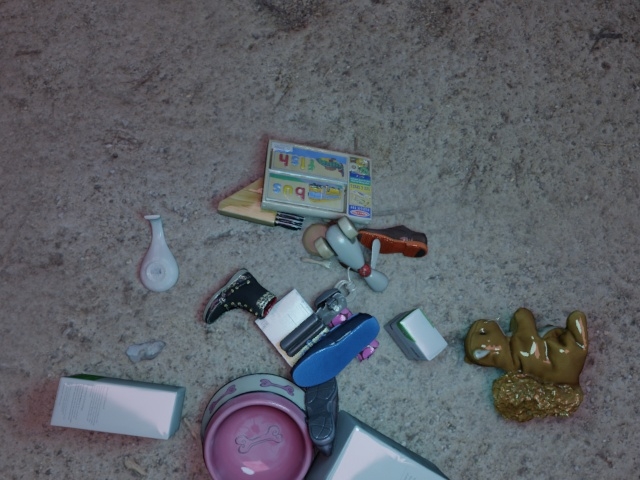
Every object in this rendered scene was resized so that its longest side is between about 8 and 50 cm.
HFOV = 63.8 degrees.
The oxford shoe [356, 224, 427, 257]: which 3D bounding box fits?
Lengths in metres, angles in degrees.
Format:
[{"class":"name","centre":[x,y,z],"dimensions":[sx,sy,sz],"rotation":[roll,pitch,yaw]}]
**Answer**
[{"class":"oxford shoe","centre":[0.269,-0.009,1.935],"dimensions":[0.271,0.097,0.099],"rotation":[13,53,-2]}]

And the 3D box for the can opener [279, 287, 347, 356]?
[{"class":"can opener","centre":[-0.028,0.281,1.796],"dimensions":[0.283,0.095,0.076],"rotation":[-40,123,-6]}]

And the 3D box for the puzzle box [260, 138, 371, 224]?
[{"class":"puzzle box","centre":[-0.009,-0.214,1.894],"dimensions":[0.408,0.052,0.272],"rotation":[8,66,-12]}]

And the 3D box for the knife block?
[{"class":"knife block","centre":[-0.205,-0.094,1.892],"dimensions":[0.275,0.088,0.242],"rotation":[-31,83,-11]}]

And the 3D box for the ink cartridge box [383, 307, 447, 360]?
[{"class":"ink cartridge box","centre":[0.326,0.331,1.799],"dimensions":[0.092,0.219,0.160],"rotation":[-36,85,-14]}]

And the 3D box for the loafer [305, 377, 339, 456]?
[{"class":"loafer","centre":[0.010,0.555,1.666],"dimensions":[0.108,0.303,0.095],"rotation":[-11,118,8]}]

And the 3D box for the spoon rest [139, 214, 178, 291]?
[{"class":"spoon rest","centre":[-0.584,0.047,1.846],"dimensions":[0.137,0.084,0.277],"rotation":[-3,93,-5]}]

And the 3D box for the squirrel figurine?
[{"class":"squirrel figurine","centre":[0.696,0.436,1.794],"dimensions":[0.369,0.281,0.398],"rotation":[1,77,1]}]

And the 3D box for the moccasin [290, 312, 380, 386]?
[{"class":"moccasin","centre":[0.046,0.368,1.737],"dimensions":[0.341,0.116,0.138],"rotation":[-29,113,-15]}]

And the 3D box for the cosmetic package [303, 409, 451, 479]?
[{"class":"cosmetic package","centre":[0.176,0.805,1.639],"dimensions":[0.393,0.329,0.328],"rotation":[31,79,0]}]

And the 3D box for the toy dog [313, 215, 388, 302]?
[{"class":"toy dog","centre":[0.111,0.042,1.857],"dimensions":[0.219,0.161,0.334],"rotation":[-18,120,6]}]

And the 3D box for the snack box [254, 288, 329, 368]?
[{"class":"snack box","centre":[-0.063,0.354,1.837],"dimensions":[0.187,0.060,0.322],"rotation":[-38,85,-10]}]

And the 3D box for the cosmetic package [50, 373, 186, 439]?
[{"class":"cosmetic package","centre":[-0.646,0.539,1.680],"dimensions":[0.364,0.197,0.155],"rotation":[8,78,-6]}]

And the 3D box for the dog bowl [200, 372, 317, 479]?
[{"class":"dog bowl","centre":[-0.198,0.653,1.672],"dimensions":[0.407,0.150,0.409],"rotation":[0,96,-3]}]

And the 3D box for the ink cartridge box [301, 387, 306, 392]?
[{"class":"ink cartridge box","centre":[-0.151,0.560,1.786],"dimensions":[0.197,0.067,0.116],"rotation":[8,79,-4]}]

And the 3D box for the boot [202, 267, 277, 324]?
[{"class":"boot","centre":[-0.282,0.230,1.801],"dimensions":[0.178,0.085,0.236],"rotation":[34,73,24]}]

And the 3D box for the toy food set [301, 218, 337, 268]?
[{"class":"toy food set","centre":[0.000,0.000,1.926],"dimensions":[0.132,0.038,0.192],"rotation":[12,84,4]}]

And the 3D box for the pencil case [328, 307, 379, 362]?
[{"class":"pencil case","centre":[0.113,0.332,1.846],"dimensions":[0.098,0.095,0.209],"rotation":[-42,83,4]}]
